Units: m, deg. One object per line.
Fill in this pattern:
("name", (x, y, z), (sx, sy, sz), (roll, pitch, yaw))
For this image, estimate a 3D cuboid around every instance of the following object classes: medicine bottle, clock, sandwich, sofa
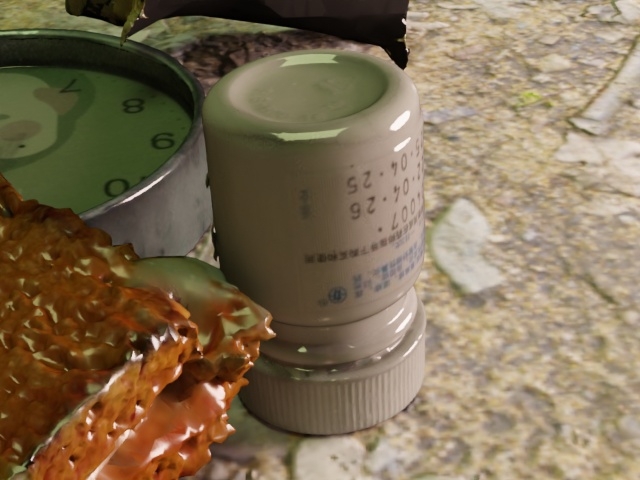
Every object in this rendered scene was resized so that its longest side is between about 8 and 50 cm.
("medicine bottle", (0.000, 0.000, 0.629), (0.105, 0.168, 0.105), (-3, 32, 2))
("clock", (-0.222, -0.047, 0.824), (0.319, 0.066, 0.319), (-2, 33, 1))
("sandwich", (-0.146, 0.064, 0.587), (0.212, 0.109, 0.292), (-30, 39, -28))
("sofa", (-0.050, -0.245, 0.945), (0.258, 0.200, 0.182), (1, 22, -22))
